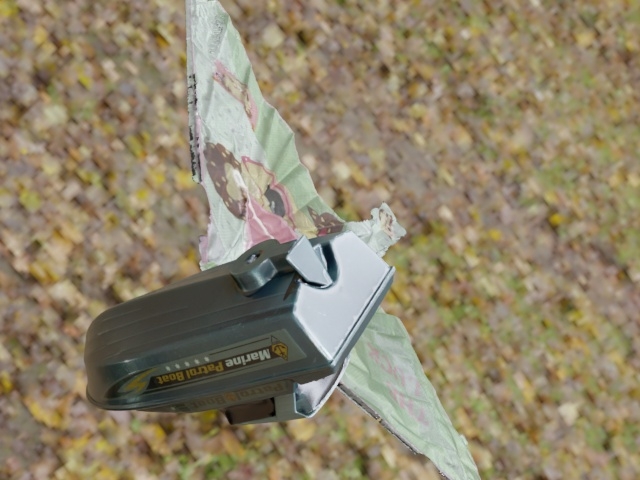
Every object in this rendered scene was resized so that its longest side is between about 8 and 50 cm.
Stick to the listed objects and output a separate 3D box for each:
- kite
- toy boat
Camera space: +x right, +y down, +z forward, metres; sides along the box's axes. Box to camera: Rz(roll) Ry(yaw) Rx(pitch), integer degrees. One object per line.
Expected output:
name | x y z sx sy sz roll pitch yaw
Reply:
kite | 0.000 0.000 0.664 0.323 0.013 0.268 61 19 7
toy boat | -0.039 0.037 0.499 0.060 0.141 0.055 56 42 -20
